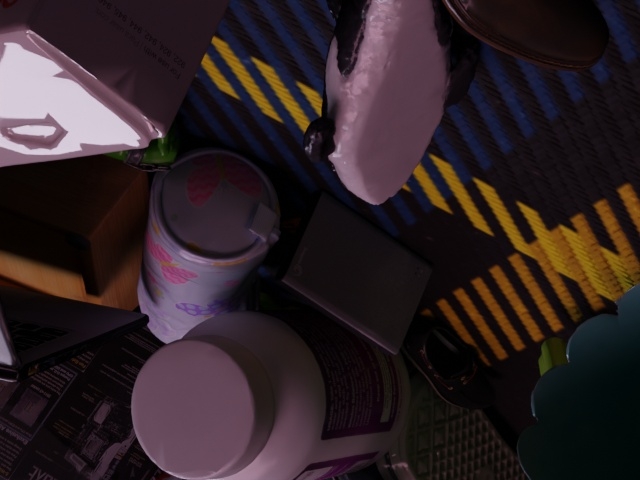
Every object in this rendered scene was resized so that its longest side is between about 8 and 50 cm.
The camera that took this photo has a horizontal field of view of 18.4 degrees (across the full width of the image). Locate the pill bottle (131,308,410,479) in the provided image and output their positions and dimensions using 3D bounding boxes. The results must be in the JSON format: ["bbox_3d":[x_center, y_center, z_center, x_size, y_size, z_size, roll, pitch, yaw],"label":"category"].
[{"bbox_3d":[-0.047,0.147,1.843,0.169,0.169,0.301,13,-176,25],"label":"pill bottle"}]

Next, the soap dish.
[{"bbox_3d":[-0.276,-0.029,1.915,0.229,0.118,0.291,21,156,7],"label":"soap dish"}]

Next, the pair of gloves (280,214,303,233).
[{"bbox_3d":[0.000,0.000,1.851,0.074,0.010,0.083,0,148,44],"label":"pair of gloves"}]

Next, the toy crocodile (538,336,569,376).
[{"bbox_3d":[0.331,0.187,1.819,0.340,0.115,0.105,35,120,-24],"label":"toy crocodile"}]

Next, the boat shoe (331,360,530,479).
[{"bbox_3d":[0.136,0.296,2.167,0.156,0.187,0.500,8,147,36],"label":"boat shoe"}]

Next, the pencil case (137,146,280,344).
[{"bbox_3d":[-0.106,0.016,1.851,0.124,0.113,0.273,36,158,9],"label":"pencil case"}]

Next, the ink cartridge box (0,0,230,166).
[{"bbox_3d":[-0.137,-0.193,1.210,0.198,0.273,0.115,-5,145,48],"label":"ink cartridge box"}]

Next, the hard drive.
[{"bbox_3d":[0.030,0.030,1.776,0.135,0.094,0.022,34,156,-23],"label":"hard drive"}]

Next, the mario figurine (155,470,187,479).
[{"bbox_3d":[-0.042,0.266,1.948,0.320,0.170,0.198,13,150,40],"label":"mario figurine"}]

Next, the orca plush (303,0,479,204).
[{"bbox_3d":[0.021,-0.143,1.400,0.102,0.151,0.287,48,172,27],"label":"orca plush"}]

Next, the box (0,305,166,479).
[{"bbox_3d":[-0.280,0.158,2.104,0.307,0.242,0.076,28,161,17],"label":"box"}]

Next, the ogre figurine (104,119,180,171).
[{"bbox_3d":[-0.188,-0.123,1.663,0.118,0.097,0.197,1,169,8],"label":"ogre figurine"}]

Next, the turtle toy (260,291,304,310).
[{"bbox_3d":[-0.064,0.093,2.046,0.095,0.066,0.130,16,156,18],"label":"turtle toy"}]

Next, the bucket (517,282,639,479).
[{"bbox_3d":[0.323,0.178,1.608,0.281,0.281,0.183,0,149,44],"label":"bucket"}]

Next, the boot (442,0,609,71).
[{"bbox_3d":[0.122,-0.183,1.231,0.219,0.082,0.106,36,157,-23],"label":"boot"}]

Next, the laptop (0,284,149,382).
[{"bbox_3d":[-0.395,-0.032,1.736,0.382,0.236,0.408,11,-168,19],"label":"laptop"}]

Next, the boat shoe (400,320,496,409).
[{"bbox_3d":[0.132,0.127,1.955,0.133,0.049,0.042,44,159,-31],"label":"boat shoe"}]
